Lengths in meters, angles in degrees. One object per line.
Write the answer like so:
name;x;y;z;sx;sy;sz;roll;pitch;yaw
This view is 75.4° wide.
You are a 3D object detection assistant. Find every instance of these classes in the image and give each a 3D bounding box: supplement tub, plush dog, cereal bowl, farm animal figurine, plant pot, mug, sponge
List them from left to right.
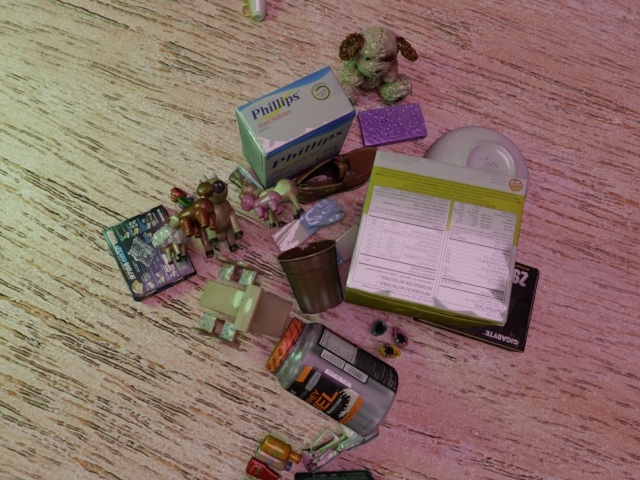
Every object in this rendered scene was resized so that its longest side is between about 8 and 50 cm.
farm animal figurine;-0.242;-0.084;1.081;0.330;0.327;0.172;-9;72;-42
mug;-0.206;-0.739;1.324;0.062;0.078;0.064;-3;89;-40
plant pot;-0.015;0.100;1.129;0.167;0.167;0.165;-18;101;-10
supplement tub;0.027;0.345;1.083;0.316;0.193;0.193;31;78;0
plush dog;0.159;-0.545;1.239;0.263;0.225;0.210;-5;81;-8
sponge;0.227;-0.367;1.316;0.210;0.031;0.117;-12;82;-8
cereal bowl;0.486;-0.201;1.264;0.339;0.141;0.338;1;80;-8

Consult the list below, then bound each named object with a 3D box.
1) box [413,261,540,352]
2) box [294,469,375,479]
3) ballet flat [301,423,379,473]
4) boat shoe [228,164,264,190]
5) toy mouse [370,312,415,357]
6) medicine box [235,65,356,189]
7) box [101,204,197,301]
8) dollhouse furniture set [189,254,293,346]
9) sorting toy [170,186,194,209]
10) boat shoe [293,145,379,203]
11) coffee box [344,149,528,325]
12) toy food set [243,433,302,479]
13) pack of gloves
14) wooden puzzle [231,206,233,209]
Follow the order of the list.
box;0.463;0.161;1.229;0.322;0.079;0.257;19;77;-3
box;0.055;0.736;0.914;0.212;0.395;0.293;1;79;-7
ballet flat;0.050;0.538;1.115;0.222;0.077;0.079;-26;80;-6
boat shoe;-0.197;-0.135;1.211;0.066;0.066;0.183;-40;77;-7
toy mouse;0.195;0.274;1.184;0.161;0.031;0.143;16;44;-21
medicine box;-0.072;-0.291;1.133;0.264;0.289;0.149;-29;85;-11
box;-0.472;0.034;1.149;0.175;0.051;0.220;-27;85;-11
dollhouse furniture set;-0.221;0.158;1.056;0.242;0.161;0.212;12;77;28
sorting toy;-0.396;-0.109;1.181;0.042;0.061;0.102;-54;51;15
boat shoe;0.062;-0.199;1.228;0.307;0.104;0.110;-30;85;-11
coffee box;0.256;0.021;1.035;0.338;0.337;0.334;12;78;5
toy food set;-0.146;0.621;1.054;0.105;0.111;0.232;28;75;-1
pack of gloves;0.000;0.000;1.228;0.232;0.046;0.195;-35;97;-8
wooden puzzle;-0.293;-0.093;1.216;0.083;0.006;0.049;39;78;1
